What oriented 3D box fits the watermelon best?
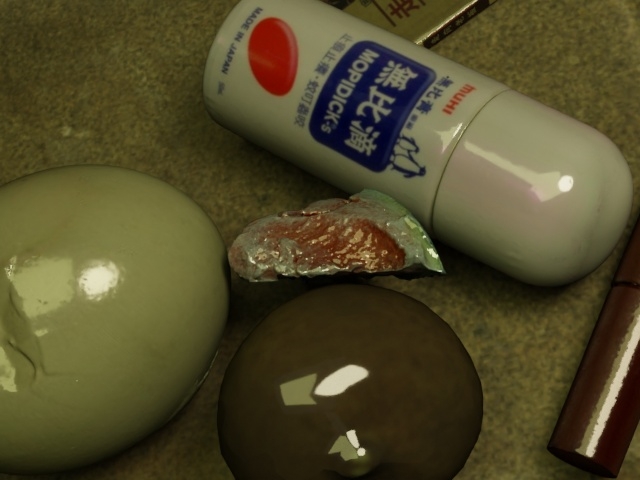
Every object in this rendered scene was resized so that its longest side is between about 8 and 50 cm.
[{"bbox_3d":[0.000,0.000,0.898,0.187,0.139,0.071,-6,89,56],"label":"watermelon"}]

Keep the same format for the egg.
[{"bbox_3d":[-0.193,0.059,0.914,0.269,0.219,0.219,-35,62,14],"label":"egg"}]

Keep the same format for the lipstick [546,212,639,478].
[{"bbox_3d":[0.256,0.001,0.903,0.057,0.057,0.357,19,74,22],"label":"lipstick"}]

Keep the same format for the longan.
[{"bbox_3d":[0.019,0.114,0.861,0.189,0.189,0.189,-6,67,13],"label":"longan"}]

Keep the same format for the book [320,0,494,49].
[{"bbox_3d":[0.099,-0.260,1.073,0.231,0.026,0.161,-36,63,-1],"label":"book"}]

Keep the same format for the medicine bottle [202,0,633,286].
[{"bbox_3d":[0.077,-0.078,0.946,0.341,0.130,0.130,30,78,24],"label":"medicine bottle"}]
